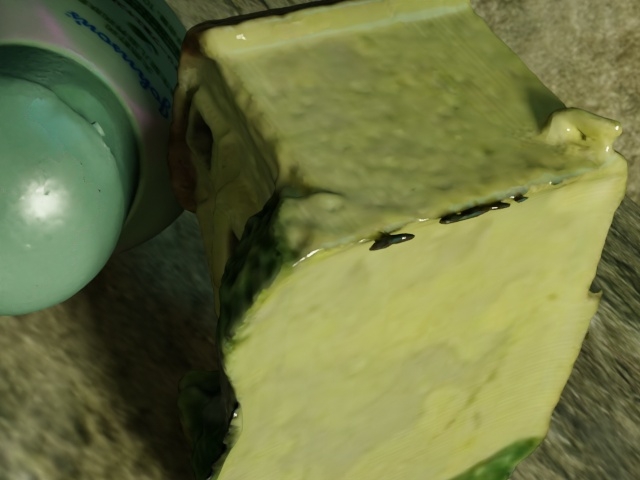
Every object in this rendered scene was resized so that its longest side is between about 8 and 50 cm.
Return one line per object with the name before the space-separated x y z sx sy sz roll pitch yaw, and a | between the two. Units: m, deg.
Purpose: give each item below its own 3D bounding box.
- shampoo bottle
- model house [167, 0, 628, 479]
shampoo bottle | -0.177 -0.071 1.088 0.222 0.151 0.349 49 17 -14
model house | 0.000 0.000 1.039 0.261 0.321 0.266 -15 51 -22
